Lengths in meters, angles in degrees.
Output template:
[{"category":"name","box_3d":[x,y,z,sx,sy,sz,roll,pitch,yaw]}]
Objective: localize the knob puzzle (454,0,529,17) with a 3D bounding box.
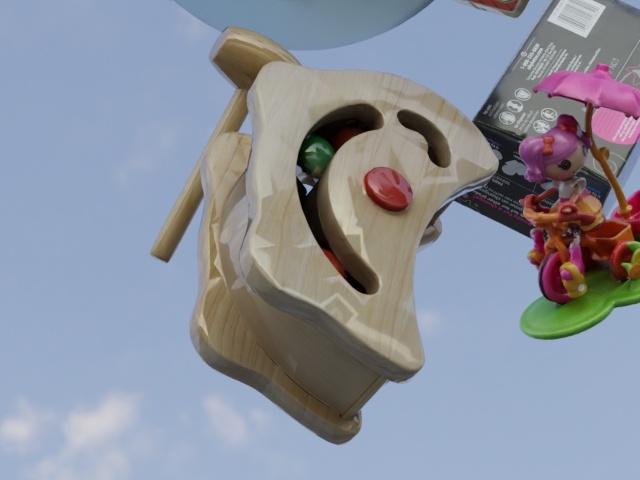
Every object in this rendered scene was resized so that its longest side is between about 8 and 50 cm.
[{"category":"knob puzzle","box_3d":[0.131,-0.284,1.553,0.030,0.213,0.213,-54,-43,-26]}]

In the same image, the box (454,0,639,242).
[{"category":"box","box_3d":[0.266,-0.129,1.698,0.163,0.247,0.142,27,-35,12]}]

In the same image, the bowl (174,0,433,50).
[{"category":"bowl","box_3d":[-0.023,-0.287,1.135,0.311,0.163,0.312,1,-80,7]}]

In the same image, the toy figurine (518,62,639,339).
[{"category":"toy figurine","box_3d":[0.185,-0.040,1.132,0.173,0.130,0.159,-33,-68,-24]}]

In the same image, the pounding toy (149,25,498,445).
[{"category":"pounding toy","box_3d":[0.000,0.000,0.914,0.154,0.269,0.155,19,-45,-20]}]
